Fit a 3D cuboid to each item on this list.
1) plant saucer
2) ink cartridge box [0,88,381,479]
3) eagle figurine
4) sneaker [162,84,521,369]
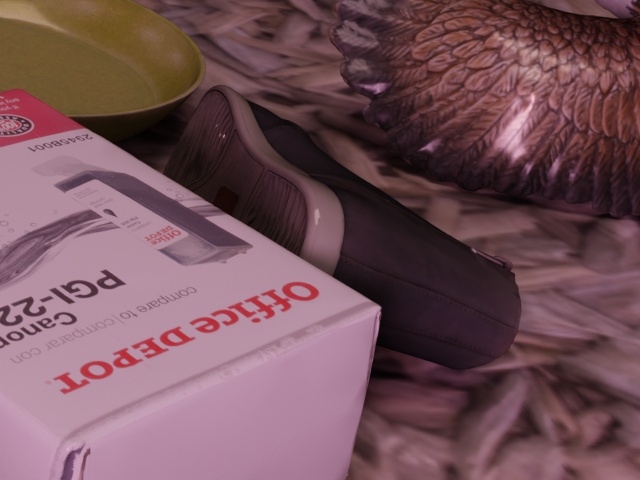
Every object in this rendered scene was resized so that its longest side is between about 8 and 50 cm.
[{"bbox_3d":[-0.184,-0.101,0.874,0.241,0.037,0.241,11,24,-5],"label":"plant saucer"},{"bbox_3d":[-0.110,0.035,0.611,0.218,0.092,0.158,32,35,31],"label":"ink cartridge box"},{"bbox_3d":[0.184,-0.126,0.892,0.298,0.226,0.225,14,-13,-29],"label":"eagle figurine"},{"bbox_3d":[0.000,0.000,0.750,0.118,0.083,0.222,22,12,-26],"label":"sneaker"}]
